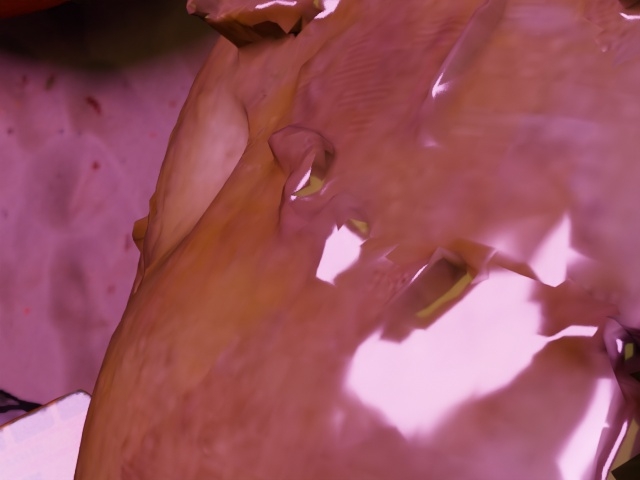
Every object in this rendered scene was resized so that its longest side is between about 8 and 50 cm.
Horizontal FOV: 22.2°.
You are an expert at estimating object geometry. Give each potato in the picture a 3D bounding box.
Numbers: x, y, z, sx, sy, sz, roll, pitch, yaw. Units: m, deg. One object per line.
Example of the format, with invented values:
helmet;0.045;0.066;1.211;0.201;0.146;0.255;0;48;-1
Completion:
potato;0.051;0.070;0.572;0.319;0.385;0.442;13;79;37

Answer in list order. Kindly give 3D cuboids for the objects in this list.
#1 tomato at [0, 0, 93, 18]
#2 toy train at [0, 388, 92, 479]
tomato;-0.173;-0.237;0.814;0.256;0.224;0.255;-7;60;13
toy train;-0.149;0.144;0.745;0.188;0.072;0.099;-25;68;2
